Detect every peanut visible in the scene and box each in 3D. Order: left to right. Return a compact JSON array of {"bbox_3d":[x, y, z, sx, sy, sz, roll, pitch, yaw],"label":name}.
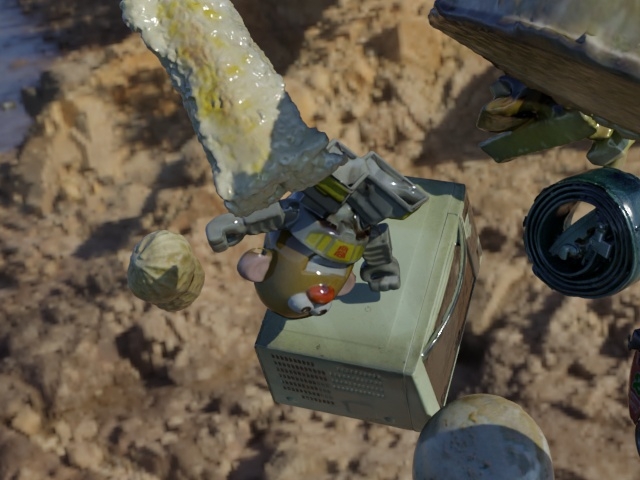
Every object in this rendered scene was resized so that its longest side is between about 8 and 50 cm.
[{"bbox_3d":[-0.288,0.066,2.079,0.136,0.120,0.298,-27,-13,-4],"label":"peanut"}]

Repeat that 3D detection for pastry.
[{"bbox_3d":[-0.092,-0.143,1.052,0.121,0.258,0.089,-29,-18,-16],"label":"pastry"}]

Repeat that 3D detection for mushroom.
[{"bbox_3d":[0.277,0.367,1.769,0.243,0.243,0.243,-7,18,2],"label":"mushroom"}]

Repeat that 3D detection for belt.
[{"bbox_3d":[0.447,-0.008,1.841,0.116,0.206,0.267,-21,-7,-33],"label":"belt"}]

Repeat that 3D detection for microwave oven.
[{"bbox_3d":[0.098,0.105,1.969,0.333,0.247,0.394,8,57,17],"label":"microwave oven"}]

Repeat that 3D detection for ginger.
[{"bbox_3d":[0.477,-0.228,1.900,0.413,0.211,0.358,3,27,8],"label":"ginger"}]

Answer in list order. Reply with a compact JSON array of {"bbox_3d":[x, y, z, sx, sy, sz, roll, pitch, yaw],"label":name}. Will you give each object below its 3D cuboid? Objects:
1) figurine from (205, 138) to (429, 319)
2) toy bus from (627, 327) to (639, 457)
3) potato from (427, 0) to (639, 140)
[{"bbox_3d":[0.001,-0.001,1.688,0.342,0.285,0.167,29,29,-16],"label":"figurine"},{"bbox_3d":[0.505,0.209,1.219,0.203,0.233,0.427,-6,22,-9],"label":"toy bus"},{"bbox_3d":[0.320,-0.234,0.904,0.385,0.319,0.442,25,4,-11],"label":"potato"}]
